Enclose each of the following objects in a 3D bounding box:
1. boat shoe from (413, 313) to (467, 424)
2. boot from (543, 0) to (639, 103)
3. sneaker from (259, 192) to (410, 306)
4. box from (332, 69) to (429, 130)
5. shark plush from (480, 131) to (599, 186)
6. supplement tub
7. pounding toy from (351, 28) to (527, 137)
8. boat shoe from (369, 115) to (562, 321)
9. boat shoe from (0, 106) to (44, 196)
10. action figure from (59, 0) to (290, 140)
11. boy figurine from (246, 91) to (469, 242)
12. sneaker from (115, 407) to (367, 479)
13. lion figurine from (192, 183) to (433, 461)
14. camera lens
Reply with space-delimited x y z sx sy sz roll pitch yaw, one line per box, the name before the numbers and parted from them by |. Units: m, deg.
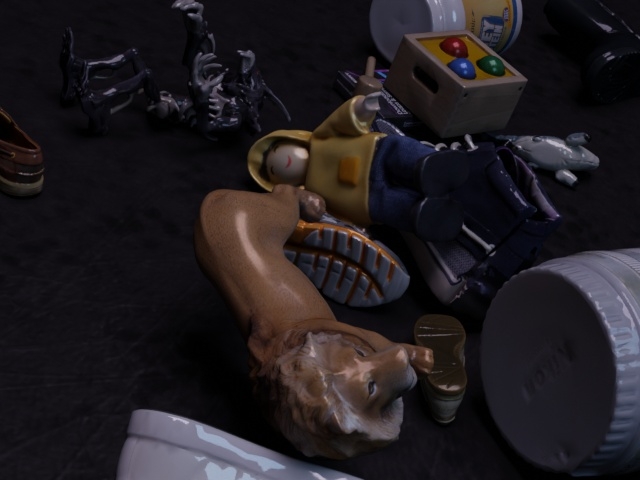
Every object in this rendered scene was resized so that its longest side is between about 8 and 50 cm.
boat shoe | 0.123 0.128 1.447 0.056 0.048 0.153 3 28 -5
boot | 0.421 -0.312 2.195 0.207 0.094 0.246 44 32 26
sneaker | 0.000 0.000 1.523 0.215 0.084 0.083 25 28 8
box | 0.112 -0.192 1.912 0.162 0.029 0.116 -9 43 -36
shark plush | 0.298 -0.115 1.910 0.161 0.073 0.067 3 11 9
supplement tub | 0.181 -0.324 2.036 0.199 0.144 0.144 -17 48 -43
pounding toy | 0.136 -0.226 1.860 0.206 0.094 0.181 -12 46 -41
boat shoe | 0.151 -0.072 1.616 0.127 0.158 0.340 15 31 -43
boat shoe | -0.356 -0.119 1.515 0.178 0.060 0.064 39 37 27
action figure | -0.160 -0.195 1.667 0.275 0.141 0.164 -2 37 -26
boy figurine | 0.035 -0.081 1.568 0.285 0.177 0.092 17 16 42
sneaker | -0.040 0.239 1.166 0.290 0.106 0.123 21 72 -19
lion figurine | -0.033 0.059 1.293 0.240 0.142 0.392 20 21 -51
camera lens | 0.326 0.116 1.405 0.274 0.219 0.219 -3 40 -33
